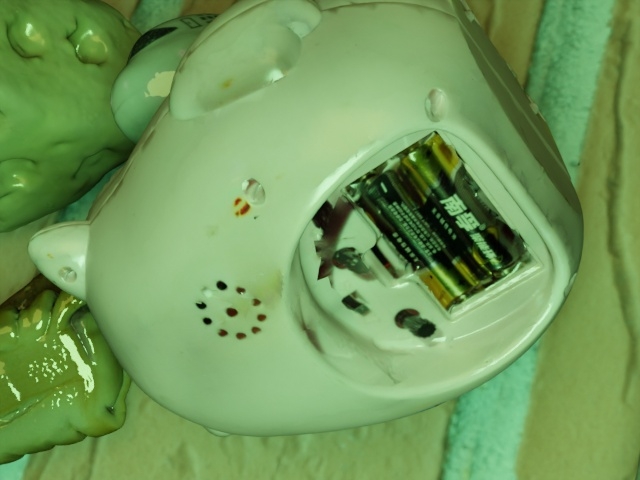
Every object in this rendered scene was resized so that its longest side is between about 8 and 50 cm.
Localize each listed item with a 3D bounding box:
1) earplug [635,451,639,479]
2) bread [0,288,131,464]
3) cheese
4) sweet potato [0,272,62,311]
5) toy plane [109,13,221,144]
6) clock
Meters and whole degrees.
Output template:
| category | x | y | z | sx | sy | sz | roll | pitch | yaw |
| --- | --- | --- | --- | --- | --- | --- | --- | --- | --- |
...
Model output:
| category | x | y | z | sx | sy | sz | roll | pitch | yaw |
| --- | --- | --- | --- | --- | --- | --- | --- | --- | --- |
| earplug | 0.269 | 0.256 | 1.023 | 0.172 | 0.172 | 0.301 | 15 | 73 | 21 |
| bread | -0.267 | 0.123 | 1.253 | 0.225 | 0.081 | 0.134 | -19 | 96 | 1 |
| cheese | -0.261 | -0.141 | 1.330 | 0.248 | 0.251 | 0.173 | -22 | 60 | -16 |
| sweet potato | -0.202 | 0.047 | 1.302 | 0.255 | 0.058 | 0.078 | -17 | 81 | 10 |
| toy plane | -0.067 | -0.150 | 1.272 | 0.267 | 0.267 | 0.122 | -31 | 78 | -3 |
| clock | 0.000 | 0.000 | 1.113 | 0.377 | 0.368 | 0.250 | -33 | 33 | 13 |
